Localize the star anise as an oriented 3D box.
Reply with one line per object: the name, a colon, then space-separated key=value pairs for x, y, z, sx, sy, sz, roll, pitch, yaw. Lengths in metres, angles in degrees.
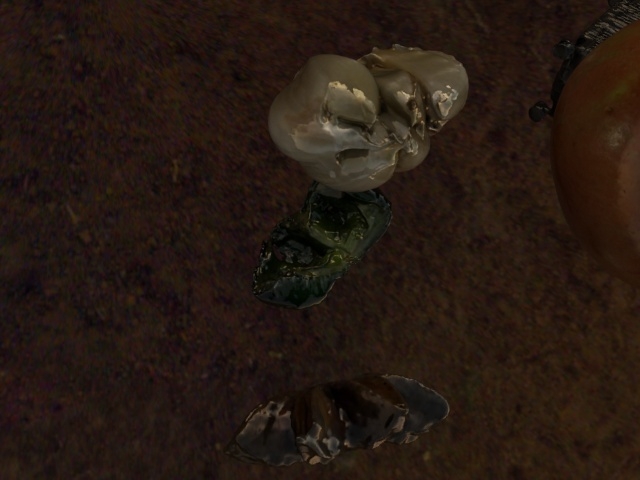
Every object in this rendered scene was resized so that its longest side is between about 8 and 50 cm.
star anise: x=0.017 y=0.242 z=1.232 sx=0.315 sy=0.315 sz=0.108 roll=-13 pitch=75 yaw=-10

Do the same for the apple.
apple: x=0.319 y=-0.074 z=0.809 sx=0.253 sy=0.253 sz=0.253 roll=-4 pitch=107 yaw=-13

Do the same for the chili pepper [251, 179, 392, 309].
chili pepper: x=-0.002 y=0.002 z=1.491 sx=0.148 sy=0.116 sz=0.264 roll=38 pitch=90 yaw=-2

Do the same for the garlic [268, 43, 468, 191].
garlic: x=0.069 y=-0.156 z=1.251 sx=0.281 sy=0.203 sz=0.185 roll=-8 pitch=120 yaw=-29

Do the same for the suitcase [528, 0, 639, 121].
suitcase: x=0.525 y=-0.215 z=1.388 sx=0.229 sy=0.335 sz=0.152 roll=-41 pitch=155 yaw=-36
